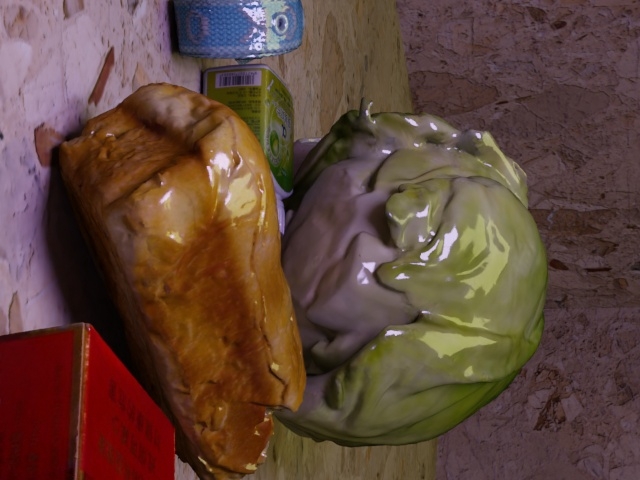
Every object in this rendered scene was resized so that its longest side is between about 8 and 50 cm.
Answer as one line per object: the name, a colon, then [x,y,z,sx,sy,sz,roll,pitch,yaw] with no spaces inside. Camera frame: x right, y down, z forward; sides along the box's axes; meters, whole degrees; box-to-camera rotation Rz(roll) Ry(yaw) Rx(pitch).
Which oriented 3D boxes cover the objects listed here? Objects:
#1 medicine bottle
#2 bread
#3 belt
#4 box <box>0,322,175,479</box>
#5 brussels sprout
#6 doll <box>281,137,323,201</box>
medicine bottle: [-0.085,-0.098,1.291,0.132,0.088,0.189,41,47,-73]
bread: [-0.106,0.040,0.960,0.195,0.148,0.344,40,-31,48]
belt: [-0.087,-0.236,1.201,0.163,0.147,0.082,-21,115,-46]
box: [-0.172,0.243,0.777,0.197,0.089,0.313,70,12,-55]
brussels sprout: [0.114,0.066,1.355,0.361,0.342,0.425,27,80,-30]
doll: [0.000,0.000,1.565,0.151,0.150,0.287,-48,142,-71]
